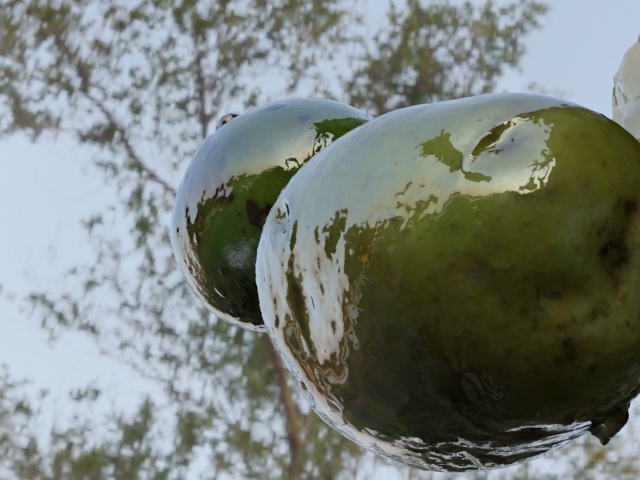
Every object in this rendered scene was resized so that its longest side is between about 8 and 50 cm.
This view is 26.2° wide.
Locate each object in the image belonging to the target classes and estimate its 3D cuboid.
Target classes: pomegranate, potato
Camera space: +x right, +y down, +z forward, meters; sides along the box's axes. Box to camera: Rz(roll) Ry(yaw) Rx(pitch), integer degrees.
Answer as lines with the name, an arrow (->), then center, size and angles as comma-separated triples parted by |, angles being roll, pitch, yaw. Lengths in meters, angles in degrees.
pomegranate -> 0.000, 0.000, 1.069 | 0.248, 0.202, 0.202 | 52, -49, 4
potato -> 0.065, 0.028, 0.656 | 0.228, 0.148, 0.197 | -4, -36, 48

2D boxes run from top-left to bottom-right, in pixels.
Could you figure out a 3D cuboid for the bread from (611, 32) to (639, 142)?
bread -> 0.356, -0.120, 0.789 | 0.388, 0.183, 0.236 | -42, -38, 13
